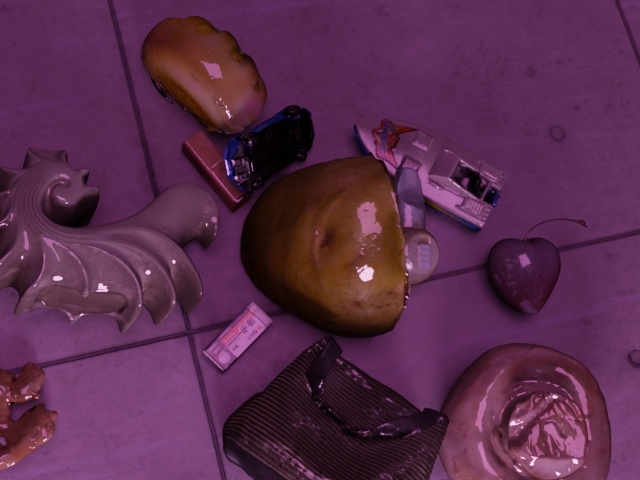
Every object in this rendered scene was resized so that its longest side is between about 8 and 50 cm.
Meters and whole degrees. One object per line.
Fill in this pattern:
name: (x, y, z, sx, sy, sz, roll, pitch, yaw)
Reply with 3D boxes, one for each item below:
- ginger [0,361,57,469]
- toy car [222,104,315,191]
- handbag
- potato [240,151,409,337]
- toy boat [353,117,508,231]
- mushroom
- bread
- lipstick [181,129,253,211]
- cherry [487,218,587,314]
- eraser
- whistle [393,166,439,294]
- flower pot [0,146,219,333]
ginger: (-0.497, 0.230, 1.642, 0.149, 0.065, 0.259, -3, 67, -26)
toy car: (-0.089, -0.165, 1.816, 0.063, 0.103, 0.216, 13, 35, 34)
handbag: (0.031, 0.322, 1.618, 0.340, 0.247, 0.240, 33, 67, 11)
potato: (0.000, 0.000, 1.700, 0.212, 0.280, 0.330, -10, 76, -17)
toy boat: (0.189, -0.135, 1.879, 0.295, 0.088, 0.129, 29, 70, -2)
mushroom: (0.343, 0.303, 1.664, 0.297, 0.290, 0.298, 3, 73, -10)
bread: (-0.193, -0.305, 1.820, 0.260, 0.156, 0.158, 45, 71, 4)
lipstick: (-0.180, -0.121, 1.823, 0.045, 0.045, 0.145, -38, 84, -18)
cherry: (0.390, 0.054, 1.850, 0.188, 0.115, 0.148, -1, 54, -17)
eraser: (-0.139, 0.162, 1.749, 0.052, 0.029, 0.122, 44, 70, 4)
whistle: (0.142, -0.015, 1.814, 0.122, 0.123, 0.223, 2, 81, -11)
flower pot: (-0.349, 0.007, 1.677, 0.367, 0.164, 0.254, 13, 61, -19)
